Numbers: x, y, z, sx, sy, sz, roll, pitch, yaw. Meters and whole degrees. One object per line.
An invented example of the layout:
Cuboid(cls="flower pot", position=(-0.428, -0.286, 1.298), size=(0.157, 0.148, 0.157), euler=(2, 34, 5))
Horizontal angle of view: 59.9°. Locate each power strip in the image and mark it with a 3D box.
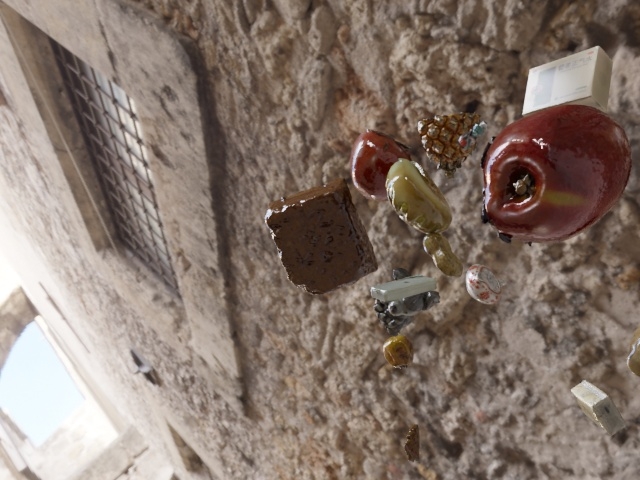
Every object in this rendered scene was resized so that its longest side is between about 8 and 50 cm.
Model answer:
Cuboid(cls="power strip", position=(0.232, 0.131, 1.545), size=(0.192, 0.081, 0.035), euler=(-11, -80, -27))

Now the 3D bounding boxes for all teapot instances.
Cuboid(cls="teapot", position=(0.614, 0.163, 2.067), size=(0.245, 0.159, 0.116), euler=(-2, -41, -48))

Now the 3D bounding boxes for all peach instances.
Cuboid(cls="peach", position=(0.492, -0.137, 1.081), size=(0.361, 0.258, 0.201), euler=(-11, -6, -26))

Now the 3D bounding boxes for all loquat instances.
Cuboid(cls="loquat", position=(0.315, 0.446, 2.227), size=(0.113, 0.137, 0.137), euler=(-13, -45, -50))

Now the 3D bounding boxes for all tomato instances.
Cuboid(cls="tomato", position=(0.224, -0.305, 2.292), size=(0.309, 0.309, 0.170), euler=(-60, -16, 18))

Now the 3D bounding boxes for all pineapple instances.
Cuboid(cls="pineapple", position=(0.627, -0.421, 2.474), size=(0.344, 0.209, 0.286), euler=(-12, -83, -29))

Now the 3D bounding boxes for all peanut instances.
Cuboid(cls="peanut", position=(0.423, 0.051, 1.909), size=(0.089, 0.193, 0.089), euler=(-18, -32, -12))

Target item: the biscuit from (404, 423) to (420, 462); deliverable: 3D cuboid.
Cuboid(cls="biscuit", position=(0.317, 0.684, 1.881), size=(0.119, 0.019, 0.130), euler=(53, -139, -41))

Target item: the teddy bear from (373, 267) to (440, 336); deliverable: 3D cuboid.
Cuboid(cls="teddy bear", position=(0.259, 0.189, 1.804), size=(0.144, 0.171, 0.251), euler=(-22, -22, -28))

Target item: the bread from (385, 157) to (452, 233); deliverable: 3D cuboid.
Cuboid(cls="bread", position=(0.352, -0.148, 2.029), size=(0.160, 0.333, 0.333), euler=(-38, -21, 21))

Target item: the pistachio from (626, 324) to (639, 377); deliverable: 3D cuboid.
Cuboid(cls="pistachio", position=(0.932, 0.260, 1.437), size=(0.293, 0.181, 0.162), euler=(-29, -44, 8))

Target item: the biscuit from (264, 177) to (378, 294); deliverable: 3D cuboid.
Cuboid(cls="biscuit", position=(0.000, 0.000, 2.067), size=(0.342, 0.395, 0.166), euler=(-19, 19, 18))

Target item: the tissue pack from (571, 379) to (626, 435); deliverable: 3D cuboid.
Cuboid(cls="tissue pack", position=(1.104, 0.663, 2.215), size=(0.092, 0.148, 0.196), euler=(-33, 2, 4))

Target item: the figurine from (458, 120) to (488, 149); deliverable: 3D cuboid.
Cuboid(cls="figurine", position=(0.475, -0.328, 1.729), size=(0.106, 0.047, 0.060), euler=(-42, -4, 3))

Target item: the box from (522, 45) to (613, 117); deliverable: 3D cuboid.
Cuboid(cls="box", position=(0.706, -0.435, 1.591), size=(0.095, 0.212, 0.168), euler=(27, -109, -32))
